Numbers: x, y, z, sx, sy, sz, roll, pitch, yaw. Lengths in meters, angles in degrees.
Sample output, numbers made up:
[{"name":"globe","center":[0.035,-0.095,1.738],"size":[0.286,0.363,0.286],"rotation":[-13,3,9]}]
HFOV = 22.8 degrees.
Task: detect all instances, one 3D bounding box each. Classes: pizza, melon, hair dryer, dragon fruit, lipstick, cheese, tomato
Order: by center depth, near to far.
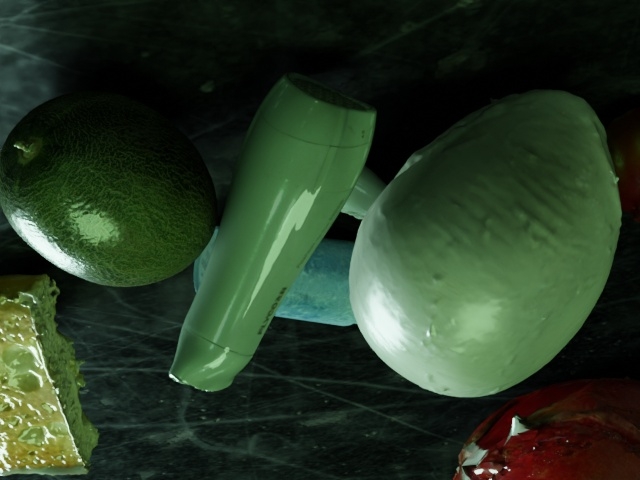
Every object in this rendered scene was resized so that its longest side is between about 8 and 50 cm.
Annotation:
[{"name":"melon","center":[-0.131,-0.032,0.972],"size":[0.114,0.114,0.167],"rotation":[-22,151,24]},{"name":"cheese","center":[0.107,0.013,1.041],"size":[0.189,0.154,0.198],"rotation":[-35,161,-30]},{"name":"hair dryer","center":[0.000,0.000,1.063],"size":[0.237,0.075,0.206],"rotation":[1,115,-65]},{"name":"tomato","center":[0.234,-0.051,1.089],"size":[0.087,0.075,0.087],"rotation":[-10,150,-6]},{"name":"lipstick","center":[0.038,0.035,1.204],"size":[0.274,0.061,0.068],"rotation":[9,145,-30]},{"name":"pizza","center":[-0.273,0.098,1.225],"size":[0.204,0.081,0.188],"rotation":[-5,131,14]},{"name":"dragon fruit","center":[0.270,0.274,1.492],"size":[0.301,0.296,0.295],"rotation":[6,149,-20]}]
